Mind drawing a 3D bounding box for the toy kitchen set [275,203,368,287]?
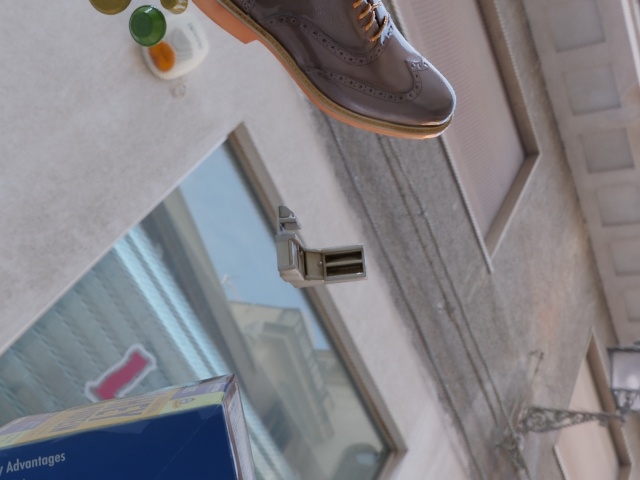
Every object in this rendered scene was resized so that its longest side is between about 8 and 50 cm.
[{"bbox_3d":[0.000,0.000,0.689,0.075,0.068,0.083,-7,-14,7],"label":"toy kitchen set"}]

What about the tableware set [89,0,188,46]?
[{"bbox_3d":[-0.178,-0.257,0.674,0.104,0.024,0.154,-43,-90,17],"label":"tableware set"}]

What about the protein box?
[{"bbox_3d":[-0.147,0.230,0.579,0.199,0.136,0.201,-11,-92,-2],"label":"protein box"}]

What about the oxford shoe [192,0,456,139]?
[{"bbox_3d":[0.024,-0.236,0.824,0.363,0.130,0.132,28,-33,-20],"label":"oxford shoe"}]
